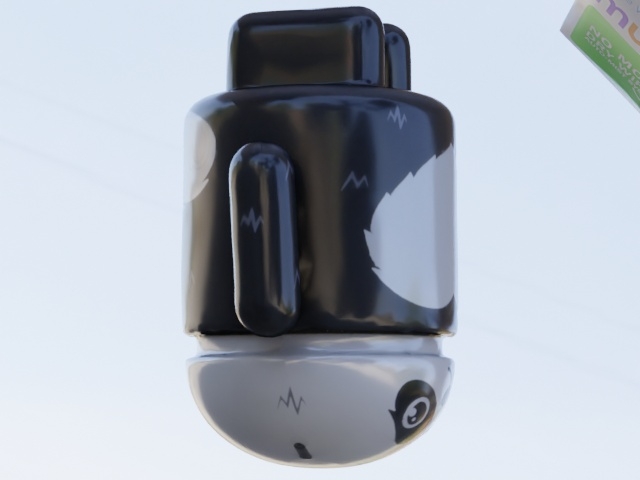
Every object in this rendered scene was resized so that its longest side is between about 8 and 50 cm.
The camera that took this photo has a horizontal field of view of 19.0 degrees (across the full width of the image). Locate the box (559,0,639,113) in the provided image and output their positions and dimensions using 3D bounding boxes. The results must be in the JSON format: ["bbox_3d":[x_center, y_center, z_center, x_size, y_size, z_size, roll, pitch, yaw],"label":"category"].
[{"bbox_3d":[0.268,-0.076,0.718,0.262,0.231,0.127,46,-11,5],"label":"box"}]

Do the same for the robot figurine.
[{"bbox_3d":[0.003,0.000,1.174,0.209,0.278,0.173,3,-6,-32],"label":"robot figurine"}]
